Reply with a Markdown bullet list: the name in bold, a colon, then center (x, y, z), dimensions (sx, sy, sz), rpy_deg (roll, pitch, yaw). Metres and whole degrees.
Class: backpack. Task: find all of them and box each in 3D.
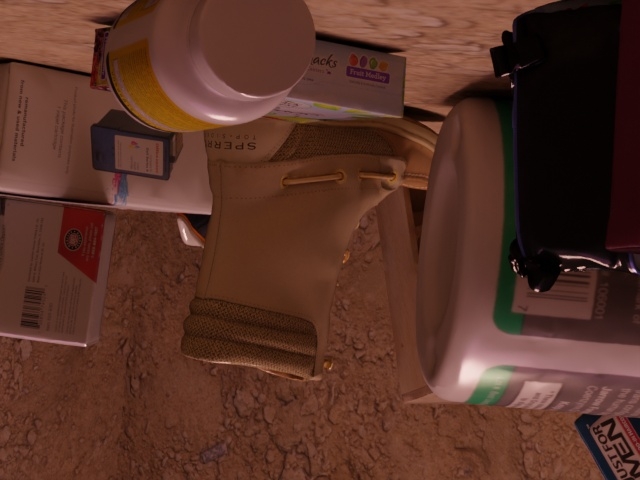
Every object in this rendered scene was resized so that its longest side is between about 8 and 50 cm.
- **backpack**: center (0.126, -0.043, 0.536), dimensions (0.084, 0.105, 0.114), rpy_deg (2, -165, 32)

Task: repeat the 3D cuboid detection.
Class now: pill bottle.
- **pill bottle**: center (-0.046, -0.079, 0.585), dimensions (0.065, 0.065, 0.116), rpy_deg (5, 180, -22)
- **pill bottle**: center (0.255, 0.020, 0.936), dimensions (0.361, 0.204, 0.204), rpy_deg (6, 179, -4)

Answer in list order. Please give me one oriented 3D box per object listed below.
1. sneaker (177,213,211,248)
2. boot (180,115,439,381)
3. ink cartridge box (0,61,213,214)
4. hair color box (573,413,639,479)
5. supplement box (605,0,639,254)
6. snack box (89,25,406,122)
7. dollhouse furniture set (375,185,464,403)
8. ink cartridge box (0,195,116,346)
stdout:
- **sneaker**: center (-0.056, -0.043, 1.575), dimensions (0.126, 0.127, 0.321), rpy_deg (7, 177, -33)
- **boot**: center (0.000, 0.000, 1.024), dimensions (0.095, 0.203, 0.262), rpy_deg (6, 178, 33)
- **ink cartridge box**: center (-0.195, -0.074, 1.078), dimensions (0.154, 0.093, 0.212), rpy_deg (5, 177, 45)
- **hair color box**: center (0.398, 0.094, 1.194), dimensions (0.174, 0.347, 0.105), rpy_deg (12, -140, -42)
- **supplement box**: center (0.193, -0.039, 0.441), dimensions (0.188, 0.104, 0.081), rpy_deg (5, 179, -8)
- **snack box**: center (-0.038, -0.090, 0.761), dimensions (0.141, 0.037, 0.100), rpy_deg (5, 178, -35)
- **dollhouse furniture set**: center (0.243, -0.006, 1.394), dimensions (0.362, 0.256, 0.394), rpy_deg (5, 159, -35)
- **ink cartridge box**: center (-0.223, 0.018, 1.018), dimensions (0.135, 0.099, 0.056), rpy_deg (8, 180, 1)
